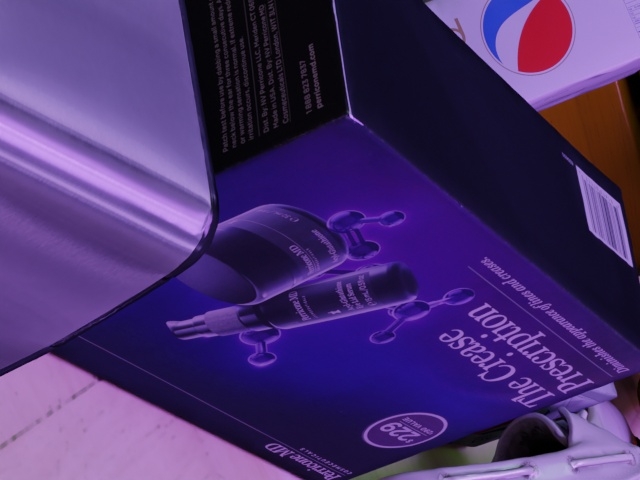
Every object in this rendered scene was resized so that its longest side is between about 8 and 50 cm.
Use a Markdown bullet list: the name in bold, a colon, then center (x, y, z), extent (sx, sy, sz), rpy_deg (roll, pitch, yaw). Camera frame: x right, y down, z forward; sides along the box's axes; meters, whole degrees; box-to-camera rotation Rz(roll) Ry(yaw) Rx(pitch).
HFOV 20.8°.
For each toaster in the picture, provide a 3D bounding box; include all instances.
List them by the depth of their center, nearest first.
- **toaster**: center (-0.129, -0.038, 0.538), extent (0.110, 0.168, 0.185), rpy_deg (27, 44, -50)

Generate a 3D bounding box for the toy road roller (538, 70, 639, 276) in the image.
- **toy road roller**: center (0.246, -0.152, 1.218), extent (0.202, 0.241, 0.329), rpy_deg (-58, 135, -60)

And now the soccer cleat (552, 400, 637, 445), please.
- **soccer cleat**: center (0.162, 0.166, 1.057), extent (0.076, 0.068, 0.196), rpy_deg (40, 29, -28)

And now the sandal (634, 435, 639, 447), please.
- **sandal**: center (0.242, 0.247, 1.145), extent (0.097, 0.054, 0.254), rpy_deg (16, 55, -59)

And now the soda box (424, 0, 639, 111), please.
- **soda box**: center (0.070, -0.088, 0.910), extent (0.074, 0.216, 0.069), rpy_deg (136, -68, -78)

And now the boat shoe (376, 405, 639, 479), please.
- **boat shoe**: center (0.127, 0.134, 0.931), extent (0.268, 0.096, 0.088), rpy_deg (-11, 74, -40)

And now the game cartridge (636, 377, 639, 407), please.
- **game cartridge**: center (0.294, -0.010, 1.182), extent (0.053, 0.323, 0.285), rpy_deg (23, 11, 4)

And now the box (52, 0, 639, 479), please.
- **box**: center (0.000, 0.000, 0.733), extent (0.261, 0.184, 0.103), rpy_deg (34, 42, -48)

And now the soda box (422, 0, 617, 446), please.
- **soda box**: center (0.071, -0.031, 1.000), extent (0.091, 0.098, 0.286), rpy_deg (19, 52, -60)
